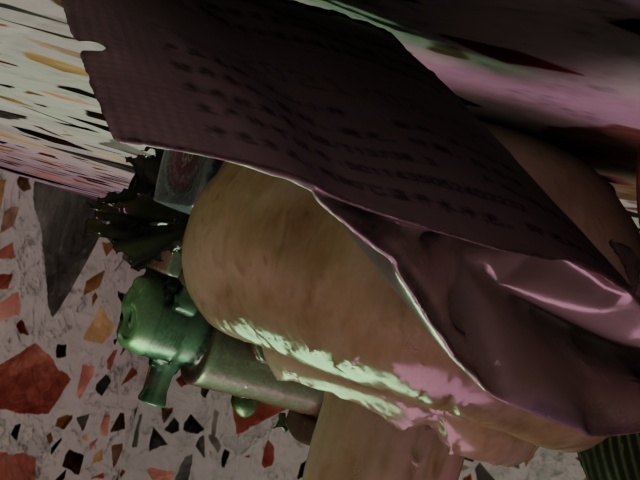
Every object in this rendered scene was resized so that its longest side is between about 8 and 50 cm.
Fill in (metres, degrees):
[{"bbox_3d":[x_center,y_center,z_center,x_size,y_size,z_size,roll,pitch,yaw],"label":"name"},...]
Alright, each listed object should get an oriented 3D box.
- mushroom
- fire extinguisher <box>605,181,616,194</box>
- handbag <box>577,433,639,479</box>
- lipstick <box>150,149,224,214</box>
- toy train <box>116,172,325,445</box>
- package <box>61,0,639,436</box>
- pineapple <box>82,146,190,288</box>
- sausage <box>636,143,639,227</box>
[{"bbox_3d":[0.044,0.051,0.878,0.254,0.234,0.260,19,177,2],"label":"mushroom"},{"bbox_3d":[0.128,-0.032,0.981,0.100,0.032,0.046,13,-149,32],"label":"fire extinguisher"},{"bbox_3d":[0.345,0.189,1.042,0.247,0.240,0.340,19,-142,-36],"label":"handbag"},{"bbox_3d":[0.043,-0.021,1.055,0.290,0.077,0.076,15,177,-29],"label":"lipstick"},{"bbox_3d":[-0.028,0.049,1.369,0.304,0.221,0.150,17,179,-20],"label":"toy train"},{"bbox_3d":[0.018,-0.031,0.571,0.251,0.062,0.204,31,-168,-32],"label":"package"},{"bbox_3d":[0.000,0.000,1.165,0.361,0.175,0.175,34,166,-38],"label":"pineapple"},{"bbox_3d":[0.154,-0.001,0.501,0.114,0.113,0.259,14,178,17],"label":"sausage"}]
